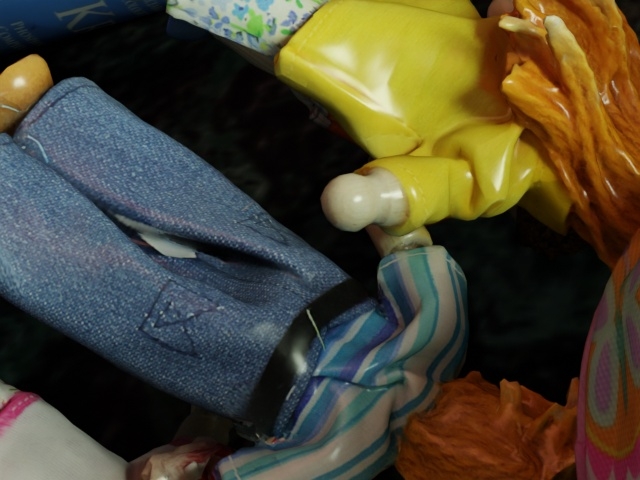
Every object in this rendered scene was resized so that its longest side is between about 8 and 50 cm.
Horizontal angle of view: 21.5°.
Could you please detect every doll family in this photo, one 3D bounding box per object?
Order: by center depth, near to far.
[{"bbox_3d":[0.000,0.000,0.394,0.163,0.118,0.263,33,58,10],"label":"doll family"}]

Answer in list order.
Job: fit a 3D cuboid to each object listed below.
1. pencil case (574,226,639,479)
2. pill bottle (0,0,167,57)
[{"bbox_3d":[0.135,0.031,0.228,0.124,0.124,0.284,-32,4,-13],"label":"pencil case"},{"bbox_3d":[-0.064,-0.145,0.610,0.222,0.124,0.124,-15,39,9],"label":"pill bottle"}]
